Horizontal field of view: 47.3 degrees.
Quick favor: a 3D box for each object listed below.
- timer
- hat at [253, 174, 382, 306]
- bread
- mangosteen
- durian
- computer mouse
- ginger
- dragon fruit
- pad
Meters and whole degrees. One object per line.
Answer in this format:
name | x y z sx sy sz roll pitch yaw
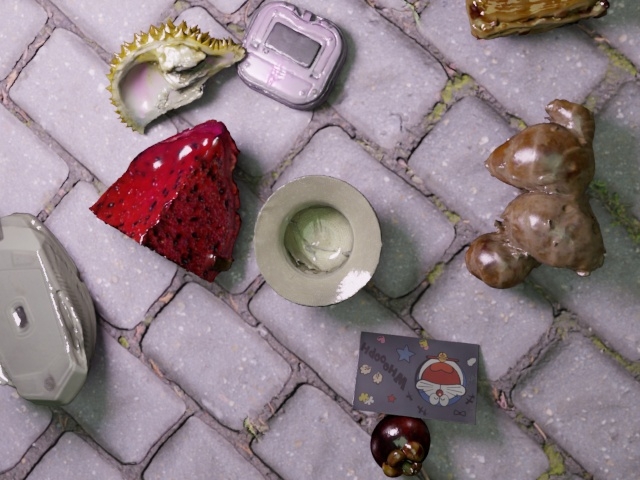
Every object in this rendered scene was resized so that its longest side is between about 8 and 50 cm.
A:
timer | -0.061 -0.375 1.484 0.209 0.069 0.190 26 94 7
hat | 0.000 0.000 1.464 0.257 0.130 0.257 0 92 8
bread | 0.393 -0.552 1.364 0.278 0.167 0.324 -10 101 7
mangosteen | 0.163 0.416 1.463 0.140 0.140 0.140 0 93 8
durian | -0.305 -0.345 1.460 0.306 0.172 0.166 -25 94 14
computer mouse | -0.596 0.149 1.551 0.228 0.145 0.428 -30 77 15
ginger | 0.422 -0.083 1.387 0.256 0.176 0.375 11 95 23
dragon fruit | -0.262 -0.082 1.444 0.302 0.240 0.330 34 105 -14
pad | 0.194 0.277 1.478 0.246 0.006 0.170 6 66 7
